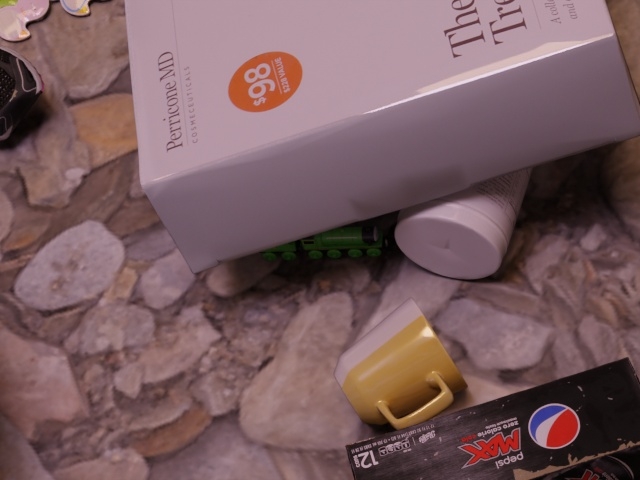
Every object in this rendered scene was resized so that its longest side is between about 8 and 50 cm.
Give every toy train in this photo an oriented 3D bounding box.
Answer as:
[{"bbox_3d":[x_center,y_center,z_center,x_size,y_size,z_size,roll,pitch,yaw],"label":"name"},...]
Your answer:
[{"bbox_3d":[0.000,0.000,1.234,0.083,0.023,0.017,-3,56,12],"label":"toy train"}]

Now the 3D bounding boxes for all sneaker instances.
[{"bbox_3d":[-0.270,-0.125,1.342,0.178,0.077,0.072,27,86,31],"label":"sneaker"}]

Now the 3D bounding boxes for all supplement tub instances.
[{"bbox_3d":[0.092,-0.038,1.211,0.071,0.071,0.107,10,59,19],"label":"supplement tub"}]

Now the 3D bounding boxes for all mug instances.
[{"bbox_3d":[0.043,0.076,1.146,0.064,0.078,0.062,-31,90,1],"label":"mug"}]

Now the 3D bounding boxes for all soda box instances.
[{"bbox_3d":[0.104,0.125,1.105,0.169,0.053,0.060,-18,55,1],"label":"soda box"}]

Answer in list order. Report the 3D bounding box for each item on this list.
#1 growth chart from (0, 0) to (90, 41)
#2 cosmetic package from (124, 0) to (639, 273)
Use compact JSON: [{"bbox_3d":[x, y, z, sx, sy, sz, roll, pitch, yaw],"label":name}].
[{"bbox_3d":[-0.175,-0.235,1.440,0.237,0.021,0.172,-24,55,-3],"label":"growth chart"},{"bbox_3d":[0.020,-0.182,1.249,0.284,0.097,0.377,-19,47,10],"label":"cosmetic package"}]
